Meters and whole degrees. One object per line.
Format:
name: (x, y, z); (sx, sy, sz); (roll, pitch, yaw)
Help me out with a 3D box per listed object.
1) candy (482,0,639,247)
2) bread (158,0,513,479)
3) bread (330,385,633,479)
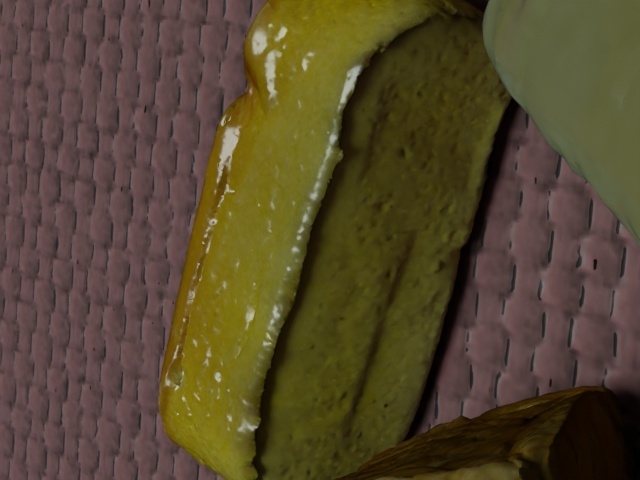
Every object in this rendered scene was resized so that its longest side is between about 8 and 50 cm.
candy: (0.189, -0.033, 0.489); (0.320, 0.135, 0.179); (54, 130, 34)
bread: (0.000, 0.000, 0.759); (0.094, 0.102, 0.245); (37, 122, 42)
bread: (0.048, 0.141, 0.638); (0.149, 0.158, 0.143); (-15, 88, 11)
